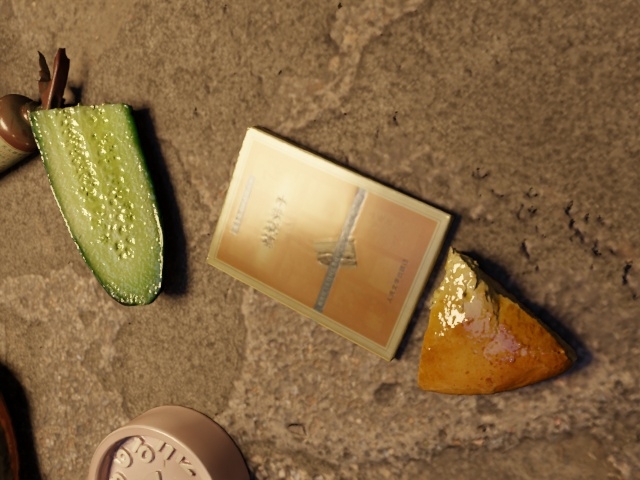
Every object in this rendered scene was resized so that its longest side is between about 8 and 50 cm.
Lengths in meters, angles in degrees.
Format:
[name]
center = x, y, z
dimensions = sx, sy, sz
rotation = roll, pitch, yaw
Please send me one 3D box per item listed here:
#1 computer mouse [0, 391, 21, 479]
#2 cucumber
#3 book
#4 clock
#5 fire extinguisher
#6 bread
[computer mouse]
center = -0.499, 0.306, 0.896
dimensions = 0.182, 0.116, 0.324
rotation = -5, 88, 27
[cucumber]
center = -0.244, -0.040, 0.756
dimensions = 0.115, 0.063, 0.244
rotation = -15, 89, -7
[book]
center = 0.000, 0.000, 0.684
dimensions = 0.241, 0.018, 0.170
rotation = 26, 107, 18
[clock]
center = -0.183, 0.305, 0.783
dimensions = 0.196, 0.068, 0.197
rotation = 3, 99, 23
[fire extinguisher]
center = -0.398, -0.149, 0.802
dimensions = 0.252, 0.075, 0.106
rotation = -23, 98, 25
[bread]
center = 0.140, 0.101, 0.621
dimensions = 0.154, 0.054, 0.136
rotation = 47, 115, 14
